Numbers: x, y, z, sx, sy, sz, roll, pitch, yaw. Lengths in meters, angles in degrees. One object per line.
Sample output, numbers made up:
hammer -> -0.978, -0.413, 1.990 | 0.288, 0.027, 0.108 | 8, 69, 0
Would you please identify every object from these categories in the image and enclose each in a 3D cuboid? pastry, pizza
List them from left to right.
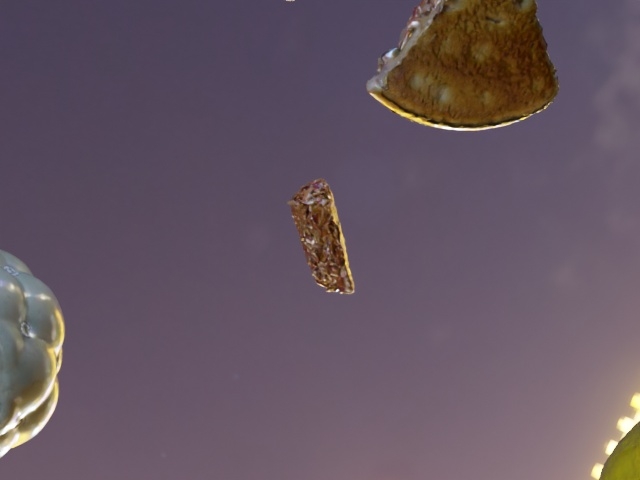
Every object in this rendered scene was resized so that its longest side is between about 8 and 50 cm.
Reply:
pastry -> 0.000, -0.001, 1.760 | 0.063, 0.087, 0.169 | -14, -67, 2
pizza -> 0.140, -0.191, 1.172 | 0.201, 0.053, 0.193 | 8, -73, -32

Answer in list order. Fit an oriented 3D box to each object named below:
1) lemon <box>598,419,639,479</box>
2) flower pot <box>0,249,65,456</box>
lemon -> 0.390, 0.253, 1.193 | 0.268, 0.268, 0.322 | -17, -19, -44
flower pot -> -0.378, 0.115, 1.337 | 0.246, 0.195, 0.246 | -1, -80, -9
